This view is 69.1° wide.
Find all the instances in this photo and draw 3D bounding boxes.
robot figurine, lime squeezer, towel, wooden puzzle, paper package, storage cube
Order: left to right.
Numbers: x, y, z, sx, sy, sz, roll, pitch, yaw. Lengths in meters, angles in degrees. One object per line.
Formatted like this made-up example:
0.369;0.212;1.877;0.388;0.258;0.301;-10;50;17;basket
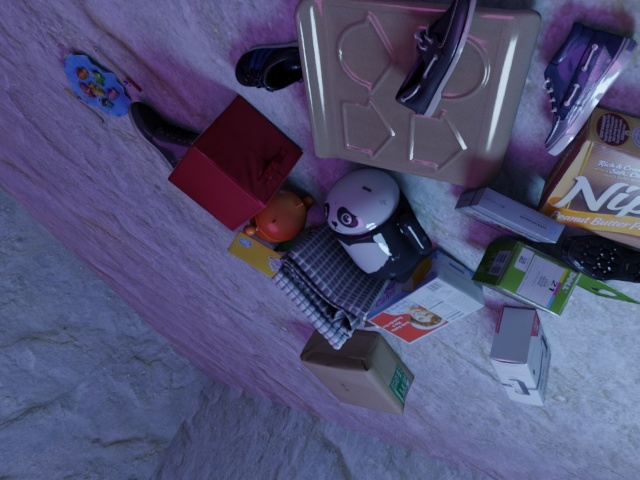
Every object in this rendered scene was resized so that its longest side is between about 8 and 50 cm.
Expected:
-0.191;-0.169;1.046;0.193;0.183;0.215;40;147;-15;storage cube
-0.132;-0.032;1.336;0.110;0.059;0.310;46;162;34;lime squeezer
-0.106;-0.060;1.160;0.158;0.128;0.219;12;175;-17;robot figurine
0.037;0.081;1.099;0.235;0.284;0.121;48;118;0;towel
0.143;0.482;1.731;0.310;0.168;0.324;-2;137;40;paper package
0.122;-0.025;1.013;0.209;0.173;0.278;-21;128;20;robot figurine
0.148;-0.247;0.778;0.348;0.080;0.322;12;145;16;wooden puzzle

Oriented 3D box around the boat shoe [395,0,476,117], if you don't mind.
0.152;-0.254;0.628;0.065;0.075;0.206;18;150;3;boat shoe

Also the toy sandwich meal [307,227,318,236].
0.000;0.000;1.282;0.086;0.029;0.085;20;147;13;toy sandwich meal

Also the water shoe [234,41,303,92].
-0.098;-0.316;0.859;0.203;0.080;0.073;0;138;38;water shoe

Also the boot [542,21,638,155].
0.357;-0.215;0.675;0.086;0.069;0.190;29;141;13;boot

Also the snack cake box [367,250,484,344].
0.259;0.152;1.175;0.152;0.089;0.264;30;136;-18;snack cake box

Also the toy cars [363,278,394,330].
0.154;0.172;1.354;0.177;0.087;0.393;13;145;22;toy cars

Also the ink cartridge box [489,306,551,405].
0.514;0.296;1.184;0.092;0.158;0.218;0;139;37;ink cartridge box

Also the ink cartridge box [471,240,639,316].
0.460;0.099;0.928;0.255;0.097;0.189;27;-179;5;ink cartridge box

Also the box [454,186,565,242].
0.337;-0.045;0.858;0.145;0.038;0.186;27;-175;2;box

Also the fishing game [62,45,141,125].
-0.569;-0.383;1.171;0.264;0.041;0.189;-9;135;44;fishing game

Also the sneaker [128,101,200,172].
-0.368;-0.269;1.160;0.118;0.083;0.222;-23;116;30;sneaker

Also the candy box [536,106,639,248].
0.532;-0.069;0.714;0.317;0.087;0.183;22;149;13;candy box

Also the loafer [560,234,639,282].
0.506;0.034;0.837;0.223;0.076;0.078;12;-174;-25;loafer

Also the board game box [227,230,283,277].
-0.099;0.089;1.299;0.317;0.064;0.242;31;173;-3;board game box
